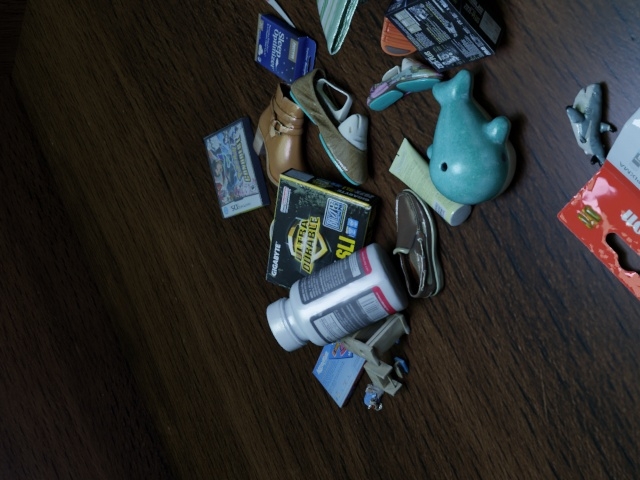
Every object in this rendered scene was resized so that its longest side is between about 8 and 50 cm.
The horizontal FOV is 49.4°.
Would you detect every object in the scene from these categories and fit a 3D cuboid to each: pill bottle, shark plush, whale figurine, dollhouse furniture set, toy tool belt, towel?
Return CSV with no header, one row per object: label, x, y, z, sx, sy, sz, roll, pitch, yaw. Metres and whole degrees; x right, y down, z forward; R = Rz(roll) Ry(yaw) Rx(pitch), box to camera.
pill bottle,0.036,0.149,1.698,0.319,0.176,0.176,-27,78,14
shark plush,0.489,-0.194,1.237,0.067,0.073,0.161,-19,81,22
whale figurine,0.284,-0.205,1.416,0.216,0.141,0.271,-15,89,53
dollhouse furniture set,0.154,0.274,1.784,0.129,0.129,0.183,22,148,47
toy tool belt,0.137,0.427,1.883,0.052,0.051,0.083,30,124,43
towel,0.048,-0.546,1.360,0.324,0.038,0.247,-100,26,-48

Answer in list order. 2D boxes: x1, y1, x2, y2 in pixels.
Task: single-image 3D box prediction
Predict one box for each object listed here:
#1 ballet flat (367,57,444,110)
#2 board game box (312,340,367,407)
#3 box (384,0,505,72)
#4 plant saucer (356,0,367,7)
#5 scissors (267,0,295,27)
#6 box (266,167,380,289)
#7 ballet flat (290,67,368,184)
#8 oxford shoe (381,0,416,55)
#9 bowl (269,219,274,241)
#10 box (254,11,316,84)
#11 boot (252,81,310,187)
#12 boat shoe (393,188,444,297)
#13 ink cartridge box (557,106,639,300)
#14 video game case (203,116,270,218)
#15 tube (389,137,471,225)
ballet flat,0.184,-0.359,1.557,0.222,0.077,0.079,-15,71,53
board game box,0.066,0.333,1.962,0.145,0.027,0.281,47,134,29
box,0.244,-0.429,1.360,0.147,0.180,0.077,-6,54,52
plant saucer,0.136,-0.640,1.363,0.400,0.101,0.400,-169,90,-74
scissors,-0.150,-0.682,1.900,0.297,0.021,0.109,43,132,35
box,0.000,0.000,1.815,0.257,0.079,0.321,20,120,17
ballet flat,0.045,-0.300,1.732,0.124,0.116,0.342,-44,62,28
oxford shoe,0.216,-0.551,1.435,0.363,0.130,0.132,117,154,-44
bowl,-0.047,-0.015,1.927,0.170,0.080,0.170,12,117,24
box,-0.099,-0.510,1.876,0.225,0.037,0.136,40,135,35
boot,-0.072,-0.273,1.890,0.283,0.109,0.220,57,136,33
boat shoe,0.215,0.009,1.609,0.095,0.095,0.257,-18,87,52
ink cartridge box,0.583,-0.053,1.116,0.308,0.091,0.385,51,135,21
video game case,-0.268,-0.222,2.191,0.248,0.035,0.274,-13,92,53
tube,0.243,-0.129,1.568,0.240,0.070,0.062,49,179,36
